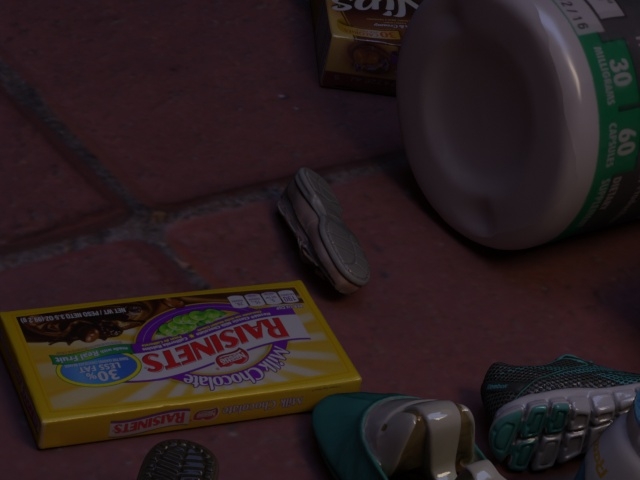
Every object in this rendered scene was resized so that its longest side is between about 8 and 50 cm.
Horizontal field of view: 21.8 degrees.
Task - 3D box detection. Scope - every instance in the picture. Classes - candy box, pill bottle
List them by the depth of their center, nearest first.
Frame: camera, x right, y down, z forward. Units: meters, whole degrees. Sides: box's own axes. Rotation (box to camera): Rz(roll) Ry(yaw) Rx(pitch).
[{"bbox_3d":[-0.087,0.073,1.030,0.206,0.027,0.105,-6,41,-25],"label":"candy box"},{"bbox_3d":[0.254,-0.124,1.269,0.361,0.204,0.204,-15,42,-33],"label":"pill bottle"},{"bbox_3d":[0.051,-0.193,1.443,0.109,0.053,0.187,7,35,-10],"label":"candy box"}]

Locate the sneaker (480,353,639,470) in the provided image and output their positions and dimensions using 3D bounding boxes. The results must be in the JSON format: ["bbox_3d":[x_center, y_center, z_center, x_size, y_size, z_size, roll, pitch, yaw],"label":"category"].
[{"bbox_3d":[0.176,0.098,1.049,0.166,0.065,0.076,2,31,-18],"label":"sneaker"}]

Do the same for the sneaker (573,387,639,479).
[{"bbox_3d":[0.250,0.174,0.942,0.228,0.092,0.087,35,33,-2],"label":"sneaker"}]

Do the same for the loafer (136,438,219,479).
[{"bbox_3d":[-0.088,0.173,0.866,0.056,0.050,0.148,16,49,12],"label":"loafer"}]

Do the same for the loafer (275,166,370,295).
[{"bbox_3d":[0.000,0.000,1.163,0.045,0.039,0.125,31,24,-36],"label":"loafer"}]

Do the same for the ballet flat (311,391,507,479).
[{"bbox_3d":[0.077,0.141,0.928,0.083,0.087,0.247,-9,39,-28],"label":"ballet flat"}]
